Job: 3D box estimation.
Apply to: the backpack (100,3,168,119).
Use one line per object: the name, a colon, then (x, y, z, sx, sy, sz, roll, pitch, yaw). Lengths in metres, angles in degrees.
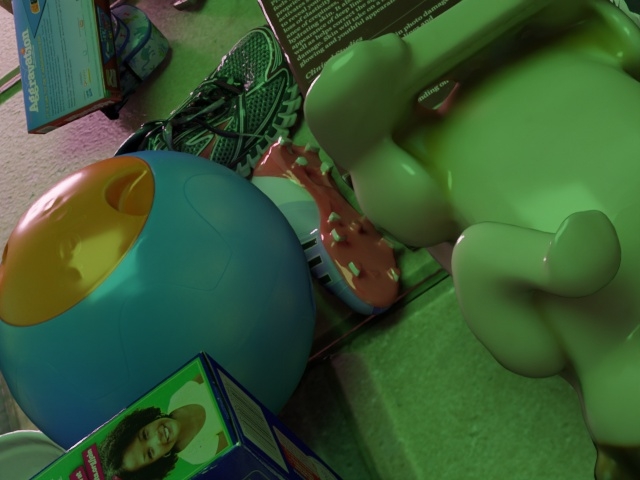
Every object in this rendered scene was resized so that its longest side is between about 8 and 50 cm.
backpack: (-0.236, -0.214, 2.019, 0.114, 0.084, 0.105, -44, 45, -4)

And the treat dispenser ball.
treat dispenser ball: (-0.148, 0.064, 1.587, 0.288, 0.288, 0.288, -20, 48, 24)

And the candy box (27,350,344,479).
candy box: (-0.127, 0.280, 1.419, 0.317, 0.268, 0.122, -37, 39, 7)

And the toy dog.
toy dog: (0.210, 0.027, 1.334, 0.284, 0.395, 0.408, -30, 64, -19)

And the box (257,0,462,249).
box: (0.072, -0.191, 1.733, 0.191, 0.143, 0.381, -34, 45, 11)

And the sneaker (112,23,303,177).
sneaker: (-0.128, -0.101, 1.831, 0.121, 0.112, 0.299, 24, 73, 45)

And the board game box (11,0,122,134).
board game box: (-0.290, -0.271, 1.977, 0.145, 0.027, 0.281, -17, 77, 42)

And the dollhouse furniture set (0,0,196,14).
dollhouse furniture set: (-0.239, -0.346, 2.119, 0.242, 0.161, 0.212, -8, 50, 60)

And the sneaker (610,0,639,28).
sneaker: (0.359, -0.241, 1.553, 0.235, 0.094, 0.153, -21, 35, -6)

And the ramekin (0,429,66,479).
ramekin: (-0.269, 0.288, 1.637, 0.207, 0.109, 0.207, -19, 49, 24)

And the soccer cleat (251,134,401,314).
soccer cleat: (0.000, 0.000, 1.694, 0.095, 0.083, 0.248, -60, 41, 27)
